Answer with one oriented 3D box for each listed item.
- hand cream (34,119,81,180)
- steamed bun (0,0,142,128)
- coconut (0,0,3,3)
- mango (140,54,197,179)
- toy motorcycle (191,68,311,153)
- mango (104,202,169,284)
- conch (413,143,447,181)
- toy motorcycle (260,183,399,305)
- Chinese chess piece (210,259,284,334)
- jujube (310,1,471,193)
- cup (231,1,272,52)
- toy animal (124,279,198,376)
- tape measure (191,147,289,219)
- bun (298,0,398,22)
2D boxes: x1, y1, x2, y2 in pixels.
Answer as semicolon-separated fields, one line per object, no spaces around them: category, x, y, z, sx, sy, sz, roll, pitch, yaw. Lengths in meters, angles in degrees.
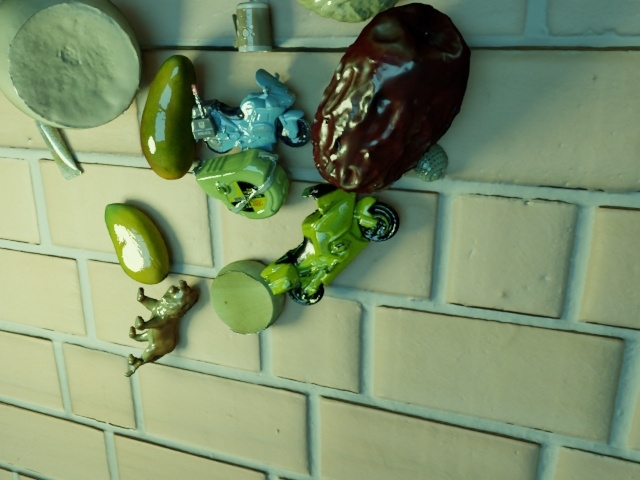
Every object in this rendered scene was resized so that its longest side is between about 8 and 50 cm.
hand cream;-0.705;-0.255;1.545;0.067;0.042;0.194;-17;104;24
steamed bun;-0.567;-0.412;1.301;0.206;0.325;0.324;45;124;45
coconut;-0.763;-0.509;1.374;0.241;0.241;0.241;7;109;19
mango;-0.343;-0.282;1.341;0.129;0.146;0.288;15;106;3
toy motorcycle;-0.162;-0.279;1.279;0.273;0.123;0.182;-3;121;15
mango;-0.475;0.005;1.514;0.137;0.091;0.237;-17;100;19
conch;0.225;-0.165;1.207;0.076;0.056;0.085;-38;91;14
toy motorcycle;-0.001;0.001;1.300;0.206;0.142;0.342;47;115;3
Chinese chess piece;-0.182;0.140;1.452;0.189;0.083;0.188;8;113;18
jujube;0.128;-0.255;1.106;0.259;0.258;0.376;30;121;10
cup;-0.146;-0.458;1.255;0.074;0.102;0.099;-6;107;-17
toy animal;-0.423;0.228;1.554;0.158;0.097;0.312;6;123;-24
tape measure;-0.159;-0.131;1.324;0.200;0.106;0.175;-13;131;26
bun;0.051;-0.499;1.074;0.244;0.153;0.243;-1;141;-1
